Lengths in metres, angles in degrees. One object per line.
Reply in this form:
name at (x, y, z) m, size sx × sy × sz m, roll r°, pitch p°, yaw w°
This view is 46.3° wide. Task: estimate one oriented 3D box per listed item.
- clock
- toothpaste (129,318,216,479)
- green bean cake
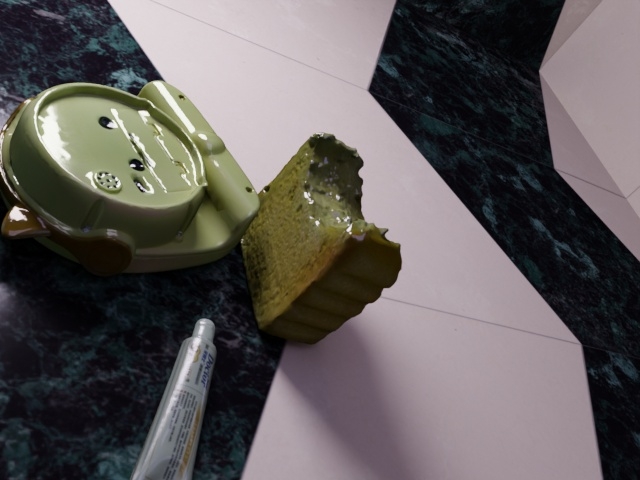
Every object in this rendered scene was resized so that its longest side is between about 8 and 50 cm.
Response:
clock at (-0.274, -0.089, 0.987) m, size 0.348 × 0.117 × 0.286 m, roll -12°, pitch 58°, yaw -49°
toothpaste at (-0.156, 0.187, 0.851) m, size 0.067 × 0.037 × 0.255 m, roll 32°, pitch 37°, yaw -21°
green bean cake at (0.000, 0.000, 1.048) m, size 0.124 × 0.233 × 0.236 m, roll 20°, pitch 39°, yaw -36°
